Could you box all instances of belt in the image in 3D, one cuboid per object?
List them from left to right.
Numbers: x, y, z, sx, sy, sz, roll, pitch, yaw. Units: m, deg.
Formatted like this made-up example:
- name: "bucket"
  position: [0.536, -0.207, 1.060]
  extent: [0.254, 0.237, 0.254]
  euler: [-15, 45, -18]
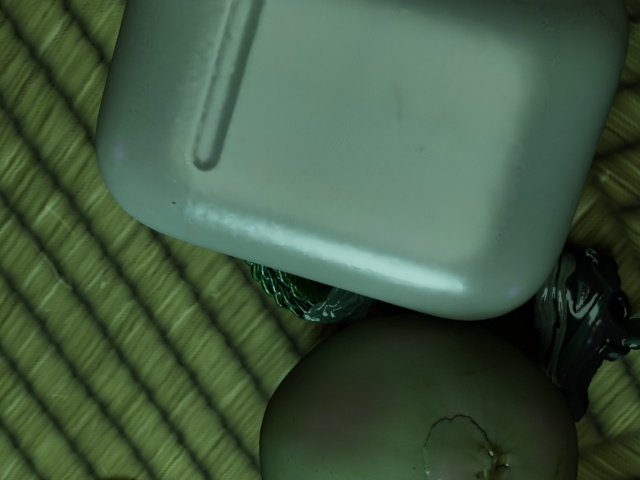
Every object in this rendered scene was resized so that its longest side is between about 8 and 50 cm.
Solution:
- name: "belt"
  position: [0.000, 0.000, 1.541]
  extent: [0.121, 0.079, 0.151]
  euler: [-10, 122, 19]

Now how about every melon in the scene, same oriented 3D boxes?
- name: "melon"
  position: [0.070, 0.167, 1.518]
  extent: [0.223, 0.223, 0.317]
  euler: [39, 166, -14]

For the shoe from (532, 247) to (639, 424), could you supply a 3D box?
- name: "shoe"
  position: [0.217, 0.076, 1.552]
  extent: [0.099, 0.071, 0.169]
  euler: [-3, 122, 8]

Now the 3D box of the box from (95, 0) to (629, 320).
- name: "box"
  position: [0.027, -0.108, 1.397]
  extent: [0.349, 0.141, 0.288]
  euler: [17, 108, 1]
